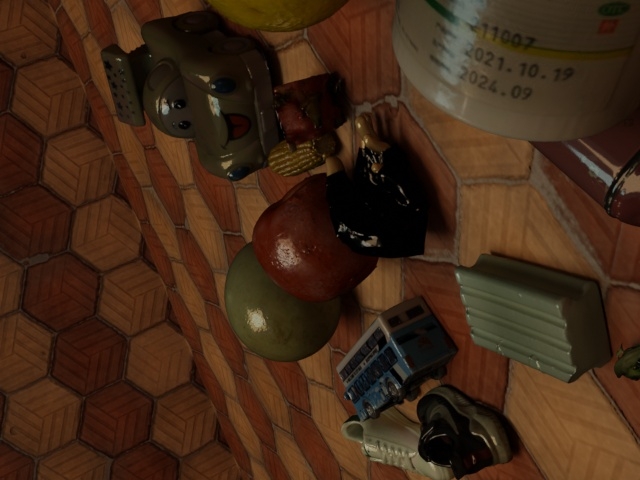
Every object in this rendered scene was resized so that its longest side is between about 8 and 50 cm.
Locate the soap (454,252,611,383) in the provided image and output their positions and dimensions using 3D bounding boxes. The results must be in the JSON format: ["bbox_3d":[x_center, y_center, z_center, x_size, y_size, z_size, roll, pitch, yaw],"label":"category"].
[{"bbox_3d":[0.260,0.093,1.049,0.198,0.066,0.119,19,132,60],"label":"soap"}]

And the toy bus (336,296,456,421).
[{"bbox_3d":[0.121,0.213,1.436,0.131,0.106,0.297,61,156,16],"label":"toy bus"}]

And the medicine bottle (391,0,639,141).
[{"bbox_3d":[0.183,-0.235,0.660,0.238,0.237,0.232,52,154,29],"label":"medicine bottle"}]

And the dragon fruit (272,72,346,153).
[{"bbox_3d":[-0.007,-0.206,1.303,0.147,0.096,0.102,-57,-44,-65],"label":"dragon fruit"}]

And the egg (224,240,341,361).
[{"bbox_3d":[-0.079,0.101,1.620,0.295,0.218,0.219,-119,17,-54],"label":"egg"}]

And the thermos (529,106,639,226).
[{"bbox_3d":[0.261,-0.098,0.797,0.330,0.109,0.136,50,153,31],"label":"thermos"}]

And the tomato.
[{"bbox_3d":[0.000,0.000,1.354,0.184,0.208,0.208,51,159,-9],"label":"tomato"}]

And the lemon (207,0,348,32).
[{"bbox_3d":[-0.041,-0.376,1.015,0.219,0.240,0.241,8,120,61],"label":"lemon"}]

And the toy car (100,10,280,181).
[{"bbox_3d":[-0.241,-0.270,1.577,0.336,0.226,0.242,44,149,44],"label":"toy car"}]

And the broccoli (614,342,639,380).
[{"bbox_3d":[0.353,0.118,0.855,0.122,0.118,0.204,36,171,3],"label":"broccoli"}]

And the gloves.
[{"bbox_3d":[0.080,-0.083,1.219,0.164,0.124,0.204,-2,77,28],"label":"gloves"}]

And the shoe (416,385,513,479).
[{"bbox_3d":[0.203,0.310,1.340,0.227,0.112,0.099,10,123,61],"label":"shoe"}]

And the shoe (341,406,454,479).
[{"bbox_3d":[0.138,0.389,1.572,0.265,0.110,0.095,29,137,59],"label":"shoe"}]

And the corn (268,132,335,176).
[{"bbox_3d":[-0.034,-0.150,1.451,0.207,0.068,0.068,-11,103,64],"label":"corn"}]
